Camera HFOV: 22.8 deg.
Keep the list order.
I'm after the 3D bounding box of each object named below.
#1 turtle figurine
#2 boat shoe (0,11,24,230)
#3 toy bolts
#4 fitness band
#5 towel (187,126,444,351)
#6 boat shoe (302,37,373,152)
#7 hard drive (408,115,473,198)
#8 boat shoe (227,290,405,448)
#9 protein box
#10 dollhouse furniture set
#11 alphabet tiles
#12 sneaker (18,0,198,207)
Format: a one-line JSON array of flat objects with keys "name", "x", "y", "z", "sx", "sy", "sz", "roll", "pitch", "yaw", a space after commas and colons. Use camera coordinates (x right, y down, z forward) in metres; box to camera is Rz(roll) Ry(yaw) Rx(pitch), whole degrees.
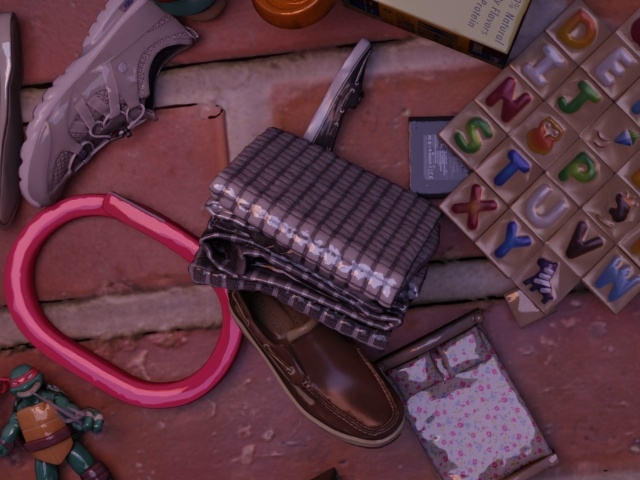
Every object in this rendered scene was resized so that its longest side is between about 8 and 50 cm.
[{"name": "turtle figurine", "x": -0.310, "y": 0.225, "z": 1.797, "sx": 0.175, "sy": 0.118, "sz": 0.234, "roll": -21, "pitch": 104, "yaw": 18}, {"name": "boat shoe", "x": -0.386, "y": -0.138, "z": 1.813, "sx": 0.079, "sy": 0.095, "sz": 0.255, "roll": -1, "pitch": 88, "yaw": 3}, {"name": "toy bolts", "x": -0.077, "y": -0.296, "z": 1.751, "sx": 0.228, "sy": 0.158, "sz": 0.218, "roll": -22, "pitch": 74, "yaw": 9}, {"name": "fitness band", "x": -0.224, "y": 0.067, "z": 1.826, "sx": 0.290, "sy": 0.054, "sz": 0.209, "roll": 31, "pitch": 95, "yaw": 5}, {"name": "towel", "x": 0.000, "y": 0.000, "z": 1.689, "sx": 0.235, "sy": 0.284, "sz": 0.121, "roll": 28, "pitch": 111, "yaw": 2}, {"name": "boat shoe", "x": 0.026, "y": -0.163, "z": 1.810, "sx": 0.040, "sy": 0.049, "sz": 0.142, "roll": 29, "pitch": 98, "yaw": -2}, {"name": "hard drive", "x": 0.168, "y": -0.095, "z": 1.808, "sx": 0.135, "sy": 0.022, "sz": 0.094, "roll": -1, "pitch": 90, "yaw": 4}, {"name": "boat shoe", "x": -0.013, "y": 0.119, "z": 1.694, "sx": 0.095, "sy": 0.095, "sz": 0.257, "roll": -42, "pitch": 63, "yaw": -18}, {"name": "protein box", "x": 0.150, "y": -0.324, "z": 1.754, "sx": 0.201, "sy": 0.136, "sz": 0.200, "roll": 23, "pitch": 91, "yaw": 4}, {"name": "dollhouse furniture set", "x": 0.158, "y": 0.256, "z": 1.733, "sx": 0.355, "sy": 0.174, "sz": 0.303, "roll": -29, "pitch": 88, "yaw": 4}, {"name": "alphabet tiles", "x": 0.310, "y": -0.096, "z": 1.772, "sx": 0.342, "sy": 0.011, "sz": 0.285, "roll": -44, "pitch": 89, "yaw": -7}, {"name": "sneaker", "x": -0.244, "y": -0.152, "z": 1.797, "sx": 0.115, "sy": 0.105, "sz": 0.281, "roll": 31, "pitch": 91, "yaw": 4}]
